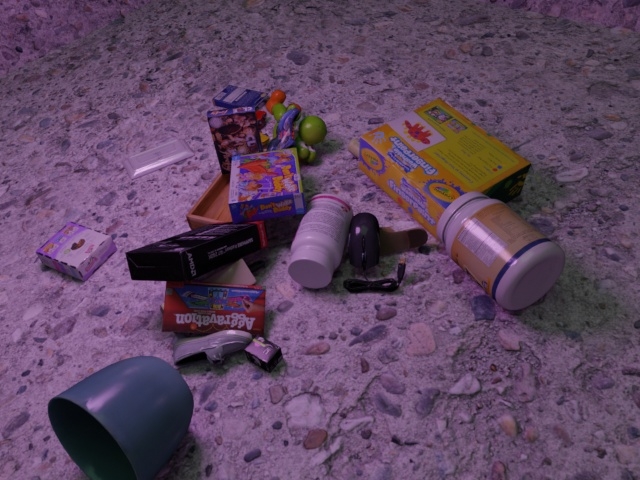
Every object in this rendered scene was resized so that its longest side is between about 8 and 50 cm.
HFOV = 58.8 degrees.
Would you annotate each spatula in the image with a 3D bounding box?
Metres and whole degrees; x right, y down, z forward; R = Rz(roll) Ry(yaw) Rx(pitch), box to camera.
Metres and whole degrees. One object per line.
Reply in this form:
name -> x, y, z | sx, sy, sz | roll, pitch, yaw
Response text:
spatula -> -0.310, 0.127, 1.778 | 0.297, 0.030, 0.084 | -23, 44, -14

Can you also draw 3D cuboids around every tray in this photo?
tray -> -0.658, -0.341, 2.294 | 0.270, 0.030, 0.145 | -25, 48, -17
tray -> -0.287, -0.178, 2.052 | 0.203, 0.076, 0.410 | 12, 49, 19

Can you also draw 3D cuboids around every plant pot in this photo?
plant pot -> -0.445, 0.413, 1.343 | 0.293, 0.292, 0.235 | 20, 37, 25

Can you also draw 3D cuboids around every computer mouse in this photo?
computer mouse -> 0.169, 0.031, 1.722 | 0.184, 0.060, 0.261 | 4, 71, 9

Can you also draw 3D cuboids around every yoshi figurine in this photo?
yoshi figurine -> -0.075, -0.458, 2.222 | 0.204, 0.203, 0.362 | -14, 48, -16

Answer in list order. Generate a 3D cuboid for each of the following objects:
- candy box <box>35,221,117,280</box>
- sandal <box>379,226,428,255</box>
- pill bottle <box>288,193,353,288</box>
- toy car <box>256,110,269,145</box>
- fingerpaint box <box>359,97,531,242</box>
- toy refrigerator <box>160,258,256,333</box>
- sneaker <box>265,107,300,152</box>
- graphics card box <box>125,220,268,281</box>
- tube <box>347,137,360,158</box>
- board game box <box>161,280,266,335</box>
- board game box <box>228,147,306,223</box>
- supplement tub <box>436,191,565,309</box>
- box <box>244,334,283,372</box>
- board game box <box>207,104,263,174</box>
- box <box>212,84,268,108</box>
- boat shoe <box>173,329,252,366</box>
candy box -> -0.819, 0.034, 1.913 | 0.196, 0.070, 0.164 | 17, 50, 24
sandal -> 0.219, -0.005, 1.822 | 0.240, 0.088, 0.079 | -6, 12, 4
pill bottle -> 0.000, 0.000, 1.771 | 0.161, 0.160, 0.283 | 6, 46, 13
toy car -> -0.321, -0.440, 2.331 | 0.225, 0.053, 0.239 | -10, 44, -2
fingerpaint box -> 0.409, -0.253, 1.947 | 0.371, 0.163, 0.445 | -29, 55, -21
toy refrigerator -> -0.332, 0.160, 1.675 | 0.270, 0.102, 0.094 | -31, 85, -21
sneaker -> -0.122, -0.379, 2.083 | 0.087, 0.083, 0.221 | 24, 92, 5
graphics card box -> -0.357, 0.026, 1.696 | 0.233, 0.094, 0.371 | -1, 13, 32
tube -> 0.203, -0.300, 2.122 | 0.240, 0.062, 0.070 | 39, 105, 31
board game box -> -0.297, 0.192, 1.606 | 0.282, 0.027, 0.145 | 5, 74, -14
board game box -> -0.179, -0.191, 1.896 | 0.234, 0.078, 0.347 | -9, 33, -1
supplement tub -> 0.506, 0.022, 1.632 | 0.228, 0.228, 0.316 | -25, 47, -16
box -> -0.156, 0.310, 1.559 | 0.083, 0.052, 0.062 | 24, 52, 26
board game box -> -0.291, -0.351, 2.000 | 0.165, 0.243, 0.042 | -9, 44, -1
box -> -0.353, -0.629, 2.536 | 0.225, 0.036, 0.136 | 18, 51, 26
boat shoe -> -0.298, 0.307, 1.571 | 0.228, 0.079, 0.081 | -10, 51, 6
